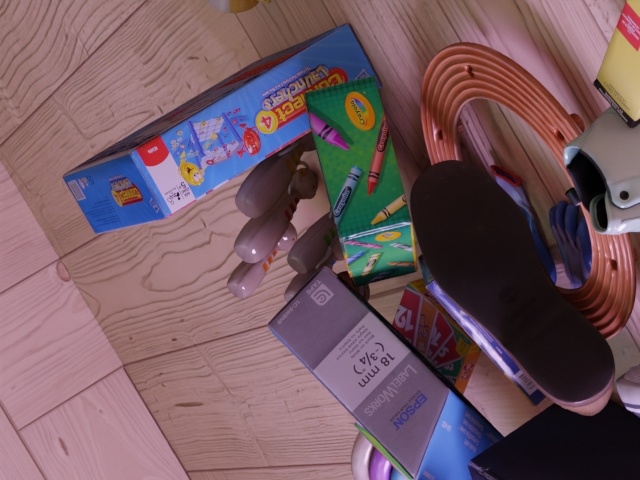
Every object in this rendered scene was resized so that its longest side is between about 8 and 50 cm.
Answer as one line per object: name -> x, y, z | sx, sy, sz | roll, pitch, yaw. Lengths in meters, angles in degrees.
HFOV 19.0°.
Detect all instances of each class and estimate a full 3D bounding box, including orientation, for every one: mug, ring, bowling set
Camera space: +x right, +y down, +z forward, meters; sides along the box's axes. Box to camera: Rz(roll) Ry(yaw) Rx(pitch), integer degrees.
mug -> -0.097, -0.316, 2.287 | 0.062, 0.078, 0.064 | -96, 5, -49
ring -> 0.211, -0.050, 1.921 | 0.336, 0.032, 0.336 | 48, 156, 29
bowling set -> 0.000, 0.000, 2.426 | 0.200, 0.154, 0.287 | 34, 153, 10

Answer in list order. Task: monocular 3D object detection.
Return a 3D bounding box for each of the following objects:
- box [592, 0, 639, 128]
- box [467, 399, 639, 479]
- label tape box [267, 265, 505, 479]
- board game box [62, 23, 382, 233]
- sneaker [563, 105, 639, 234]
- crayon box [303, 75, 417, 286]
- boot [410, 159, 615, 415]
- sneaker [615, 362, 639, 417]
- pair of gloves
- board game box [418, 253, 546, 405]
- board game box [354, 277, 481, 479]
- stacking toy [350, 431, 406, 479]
box -> 0.288, -0.187, 1.528 | 0.058, 0.087, 0.232 | 51, 160, 19
box -> 0.341, 0.356, 2.038 | 0.294, 0.183, 0.296 | 30, 146, 52
label tape box -> 0.115, 0.203, 2.175 | 0.334, 0.106, 0.240 | 45, -179, 30
board game box -> -0.122, -0.126, 2.244 | 0.086, 0.302, 0.308 | 61, 160, -8
sneaker -> 0.315, -0.010, 1.625 | 0.256, 0.151, 0.094 | 51, 157, 14
crayon box -> 0.047, -0.059, 2.091 | 0.278, 0.081, 0.165 | 70, -174, -77
boot -> 0.191, 0.054, 1.931 | 0.305, 0.112, 0.115 | 56, -179, 23
sneaker -> 0.390, 0.162, 1.734 | 0.321, 0.126, 0.127 | -8, 107, 66
pair of gloves -> 0.241, 0.009, 2.006 | 0.198, 0.023, 0.159 | 34, 149, 49
board game box -> 0.179, 0.067, 2.123 | 0.194, 0.060, 0.194 | 48, -173, -20
board game box -> 0.118, 0.186, 2.376 | 0.124, 0.039, 0.259 | 44, 133, 34
stacking toy -> 0.189, 0.332, 2.440 | 0.330, 0.141, 0.141 | 32, 147, 43
